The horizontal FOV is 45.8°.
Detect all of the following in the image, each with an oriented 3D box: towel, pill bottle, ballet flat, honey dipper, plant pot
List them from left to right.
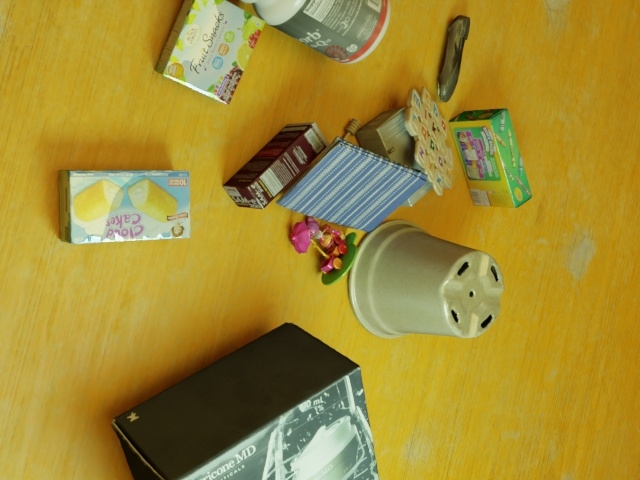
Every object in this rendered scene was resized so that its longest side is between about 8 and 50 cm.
[{"bbox_3d":[-0.027,-0.568,1.746,0.362,0.210,0.210,18,85,-40],"label":"pill bottle"},{"bbox_3d":[0.051,-0.247,1.964,0.030,0.030,0.161,43,75,-30],"label":"honey dipper"},{"bbox_3d":[0.085,-0.131,1.887,0.336,0.243,0.040,16,42,-42],"label":"towel"},{"bbox_3d":[0.295,0.121,1.994,0.333,0.305,0.334,-5,98,-35],"label":"plant pot"},{"bbox_3d":[0.367,-0.515,2.140,0.084,0.058,0.250,4,100,-70],"label":"ballet flat"}]

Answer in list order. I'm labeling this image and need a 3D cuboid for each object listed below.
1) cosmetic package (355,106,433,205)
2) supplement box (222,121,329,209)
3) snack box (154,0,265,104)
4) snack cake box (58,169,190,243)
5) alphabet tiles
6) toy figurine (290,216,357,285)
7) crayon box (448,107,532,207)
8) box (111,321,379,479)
[{"bbox_3d":[0.205,-0.219,2.026,0.127,0.107,0.238,-41,113,-28],"label":"cosmetic package"},{"bbox_3d":[-0.105,-0.179,1.800,0.239,0.130,0.073,-46,117,-21],"label":"supplement box"},{"bbox_3d":[-0.246,-0.433,1.688,0.174,0.070,0.207,21,97,-34],"label":"snack box"},{"bbox_3d":[-0.417,-0.075,1.623,0.264,0.089,0.152,-4,96,-34],"label":"snack cake box"},{"bbox_3d":[0.297,-0.270,2.046,0.284,0.021,0.278,48,40,-41],"label":"alphabet tiles"},{"bbox_3d":[0.000,0.000,1.915,0.159,0.130,0.173,39,51,-21],"label":"toy figurine"},{"bbox_3d":[0.489,-0.234,2.179,0.081,0.165,0.279,-32,112,-28],"label":"crayon box"},{"bbox_3d":[-0.140,0.522,1.702,0.479,0.297,0.472,-27,120,-29],"label":"box"}]
